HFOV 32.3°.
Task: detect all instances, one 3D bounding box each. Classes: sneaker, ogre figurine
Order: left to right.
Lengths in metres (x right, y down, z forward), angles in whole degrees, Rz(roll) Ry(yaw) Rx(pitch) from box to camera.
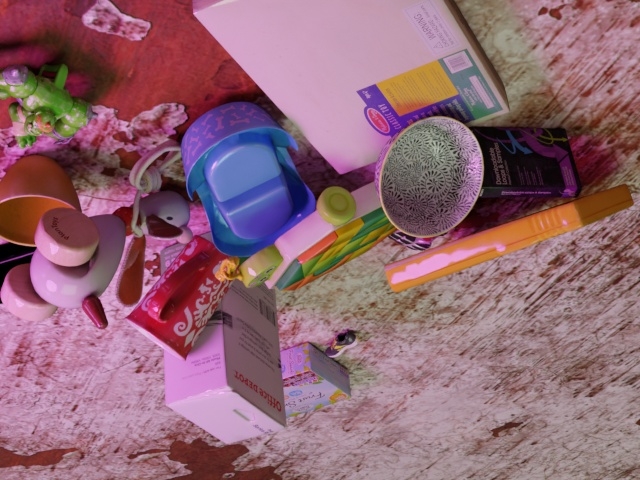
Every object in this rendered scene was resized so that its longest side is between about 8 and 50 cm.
[{"bbox_3d":[-0.379,-0.181,1.432,0.118,0.097,0.197,-7,138,37],"label":"ogre figurine"},{"bbox_3d":[0.037,0.201,2.182,0.083,0.031,0.035,-33,126,30],"label":"sneaker"},{"bbox_3d":[0.168,-0.033,1.795,0.068,0.071,0.170,28,153,-18],"label":"sneaker"}]

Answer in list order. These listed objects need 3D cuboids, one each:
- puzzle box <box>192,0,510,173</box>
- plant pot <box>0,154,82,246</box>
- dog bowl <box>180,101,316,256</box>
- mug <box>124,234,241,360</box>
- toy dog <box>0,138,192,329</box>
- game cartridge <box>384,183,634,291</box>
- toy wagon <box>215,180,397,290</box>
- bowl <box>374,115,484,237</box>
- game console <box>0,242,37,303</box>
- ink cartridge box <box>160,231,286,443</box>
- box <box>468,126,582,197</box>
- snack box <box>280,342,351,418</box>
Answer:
[{"bbox_3d":[0.054,-0.243,1.440,0.272,0.052,0.409,-19,146,19],"label":"puzzle box"},{"bbox_3d":[-0.411,-0.067,1.600,0.134,0.095,0.134,-5,149,-3],"label":"plant pot"},{"bbox_3d":[-0.108,-0.089,1.605,0.166,0.074,0.297,-26,147,-4],"label":"dog bowl"},{"bbox_3d":[-0.199,0.085,1.685,0.113,0.169,0.150,39,167,-14],"label":"mug"},{"bbox_3d":[-0.280,0.025,1.565,0.333,0.161,0.220,-36,166,-32],"label":"toy dog"},{"bbox_3d":[0.300,-0.006,1.712,0.323,0.053,0.285,-19,178,33],"label":"game cartridge"},{"bbox_3d":[0.000,0.000,1.664,0.344,0.068,0.267,-28,167,-30],"label":"toy wagon"},{"bbox_3d":[0.136,-0.096,1.543,0.170,0.080,0.170,-9,109,-26],"label":"bowl"},{"bbox_3d":[-0.537,0.000,1.738,0.213,0.044,0.361,-16,148,12],"label":"game console"},{"bbox_3d":[-0.161,0.163,1.831,0.121,0.289,0.211,-18,146,18],"label":"ink cartridge box"},{"bbox_3d":[0.294,-0.116,1.628,0.162,0.116,0.029,-1,146,-9],"label":"box"},{"bbox_3d":[-0.067,0.296,2.273,0.207,0.070,0.174,-19,146,22],"label":"snack box"}]
